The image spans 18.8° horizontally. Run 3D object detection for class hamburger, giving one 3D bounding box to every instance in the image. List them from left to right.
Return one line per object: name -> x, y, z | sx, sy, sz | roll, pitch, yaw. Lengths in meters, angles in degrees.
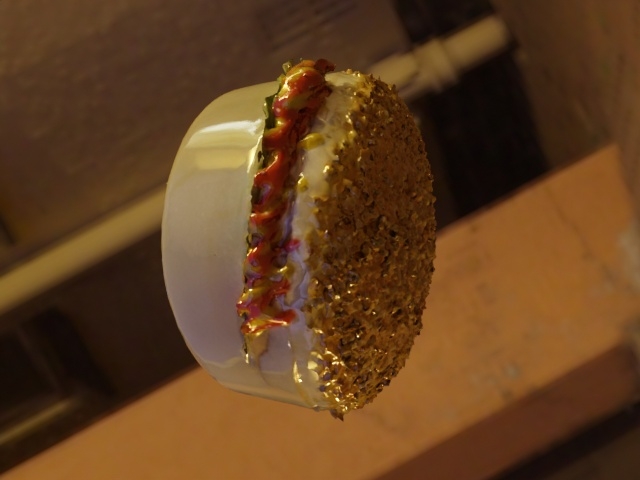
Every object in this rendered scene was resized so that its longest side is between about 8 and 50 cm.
hamburger -> 0.000, 0.000, 1.540 | 0.294, 0.179, 0.276 | 40, -125, -62
